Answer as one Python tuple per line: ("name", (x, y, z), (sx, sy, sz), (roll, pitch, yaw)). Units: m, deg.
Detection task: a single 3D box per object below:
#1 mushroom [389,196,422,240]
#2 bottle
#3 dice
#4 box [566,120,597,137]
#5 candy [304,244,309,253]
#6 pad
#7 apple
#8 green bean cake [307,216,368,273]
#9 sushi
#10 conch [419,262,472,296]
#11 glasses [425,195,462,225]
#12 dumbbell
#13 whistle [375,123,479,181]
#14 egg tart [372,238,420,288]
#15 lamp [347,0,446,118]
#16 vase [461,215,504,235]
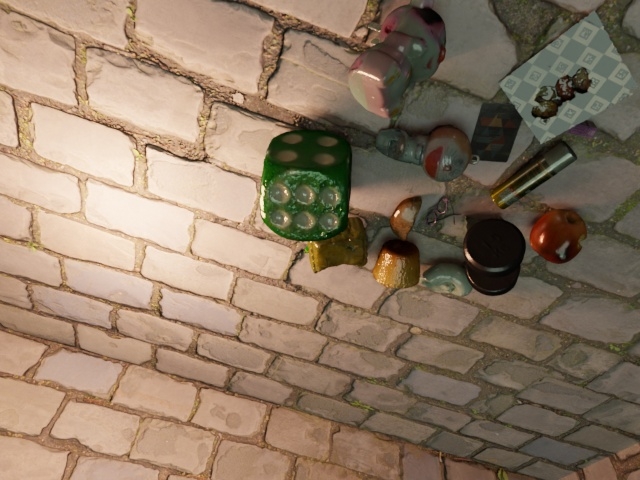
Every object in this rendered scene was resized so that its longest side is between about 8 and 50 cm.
("mushroom", (0.320, -0.081, 1.718), (0.094, 0.072, 0.210), (23, 133, 0))
("bottle", (0.722, -0.219, 1.520), (0.082, 0.082, 0.286), (33, 129, -20))
("dice", (-0.042, -0.190, 1.524), (0.297, 0.300, 0.287), (6, 131, 4))
("box", (0.803, -0.360, 1.401), (0.117, 0.051, 0.036), (11, 131, -3))
("candy", (0.000, 0.001, 1.870), (0.102, 0.032, 0.178), (16, 132, -5))
("pad", (0.579, -0.353, 1.475), (0.142, 0.003, 0.211), (5, 132, 4))
("apple", (0.870, -0.020, 1.622), (0.199, 0.199, 0.199), (5, 133, 5))
("green bean cake", (0.068, 0.030, 1.791), (0.236, 0.124, 0.233), (-9, 135, -3))
("sushi", (0.726, -0.467, 1.318), (0.290, 0.050, 0.264), (-33, 105, 35))
("conch", (0.529, 0.167, 1.877), (0.221, 0.121, 0.185), (16, 137, 4))
("glasses", (0.481, -0.102, 1.704), (0.103, 0.063, 0.140), (5, 137, -26))
("dumbbell", (0.635, 0.068, 1.639), (0.203, 0.204, 0.322), (-9, 156, 16))
("whistle", (0.346, -0.292, 1.468), (0.347, 0.189, 0.189), (13, 134, 12))
("egg tart", (0.314, 0.086, 1.807), (0.202, 0.203, 0.147), (4, 118, 5))
("lamp", (0.201, -0.508, 1.226), (0.247, 0.301, 0.247), (33, 164, 32))
("vase", (0.620, -0.057, 1.691), (0.148, 0.081, 0.081), (-1, 132, 7))
